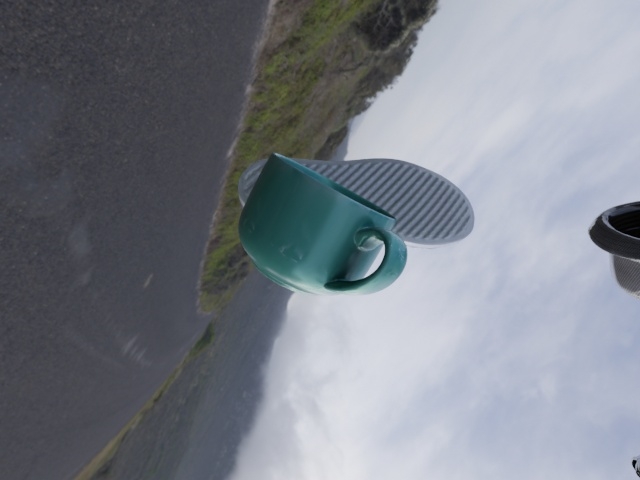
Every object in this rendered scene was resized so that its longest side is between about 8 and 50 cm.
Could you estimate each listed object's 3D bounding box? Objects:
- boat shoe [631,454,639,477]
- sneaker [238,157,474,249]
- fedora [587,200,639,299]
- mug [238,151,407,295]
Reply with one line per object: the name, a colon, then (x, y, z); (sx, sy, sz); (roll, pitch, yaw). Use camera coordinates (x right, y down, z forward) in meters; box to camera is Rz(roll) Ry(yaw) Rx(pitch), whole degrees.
boat shoe: (0.512, 0.359, 0.680); (0.040, 0.049, 0.142); (-32, 152, 19)
sneaker: (0.041, -0.033, 0.577); (0.161, 0.283, 0.102); (102, -2, -71)
fedora: (0.544, 0.023, 0.631); (0.276, 0.124, 0.244); (-1, -158, 29)
mug: (-0.008, -0.005, 0.394); (0.097, 0.130, 0.157); (-61, -169, 10)
